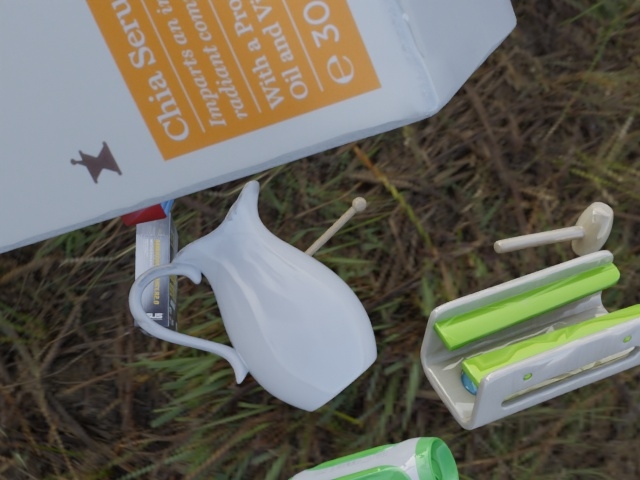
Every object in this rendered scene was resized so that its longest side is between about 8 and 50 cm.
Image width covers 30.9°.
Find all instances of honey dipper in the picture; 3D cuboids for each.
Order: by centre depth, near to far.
[{"bbox_3d":[0.000,0.000,1.467,0.030,0.030,0.160,40,113,-9],"label":"honey dipper"}]

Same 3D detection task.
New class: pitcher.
[{"bbox_3d":[-0.062,0.074,1.102,0.178,0.125,0.207,-39,88,-13],"label":"pitcher"}]

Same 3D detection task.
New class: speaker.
[{"bbox_3d":[0.082,0.427,1.985,0.131,0.297,0.131,44,35,-42],"label":"speaker"}]

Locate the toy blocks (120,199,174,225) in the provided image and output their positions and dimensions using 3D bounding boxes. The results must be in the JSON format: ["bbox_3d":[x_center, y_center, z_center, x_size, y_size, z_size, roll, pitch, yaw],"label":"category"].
[{"bbox_3d":[-0.248,-0.129,0.977,0.381,0.191,0.260,16,74,9],"label":"toy blocks"}]

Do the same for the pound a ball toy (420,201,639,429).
[{"bbox_3d":[0.276,0.096,1.458,0.319,0.135,0.208,-17,49,-22],"label":"pound a ball toy"}]

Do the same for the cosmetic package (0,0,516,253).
[{"bbox_3d":[-0.152,-0.131,0.642,0.230,0.453,0.161,66,31,-15],"label":"cosmetic package"}]

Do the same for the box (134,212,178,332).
[{"bbox_3d":[-0.267,0.062,1.905,0.056,0.231,0.183,1,80,-4],"label":"box"}]
